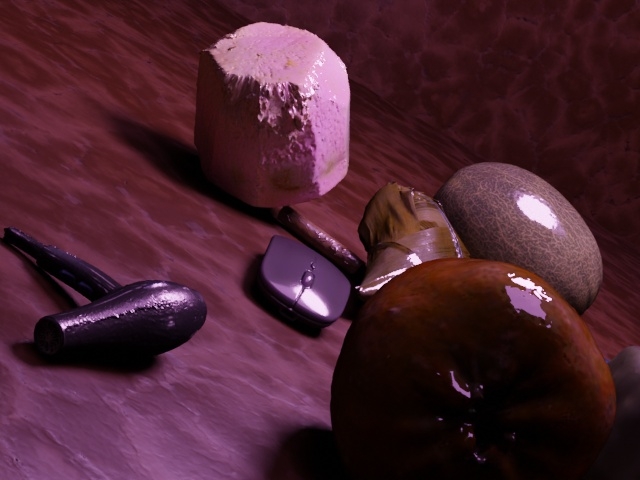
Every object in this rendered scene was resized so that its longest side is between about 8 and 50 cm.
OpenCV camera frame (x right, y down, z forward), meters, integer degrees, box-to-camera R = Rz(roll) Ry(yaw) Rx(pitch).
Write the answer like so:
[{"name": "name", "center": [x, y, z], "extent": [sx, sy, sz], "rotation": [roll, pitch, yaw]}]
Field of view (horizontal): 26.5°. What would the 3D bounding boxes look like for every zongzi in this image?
[{"name": "zongzi", "center": [0.093, 0.009, 1.897], "extent": [0.274, 0.125, 0.251], "rotation": [13, 38, -45]}]

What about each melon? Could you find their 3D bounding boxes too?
[{"name": "melon", "center": [0.307, 0.016, 2.171], "extent": [0.301, 0.237, 0.237], "rotation": [43, 16, 15]}]

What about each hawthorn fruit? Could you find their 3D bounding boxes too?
[{"name": "hawthorn fruit", "center": [0.143, 0.145, 1.332], "extent": [0.267, 0.268, 0.301], "rotation": [32, 11, -5]}]

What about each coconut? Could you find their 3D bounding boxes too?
[{"name": "coconut", "center": [-0.071, -0.163, 1.953], "extent": [0.233, 0.245, 0.233], "rotation": [1, 37, -1]}]

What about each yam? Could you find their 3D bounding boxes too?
[{"name": "yam", "center": [0.000, 0.000, 1.961], "extent": [0.145, 0.032, 0.032], "rotation": [37, 14, 10]}]

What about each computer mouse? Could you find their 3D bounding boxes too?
[{"name": "computer mouse", "center": [-0.021, 0.045, 1.699], "extent": [0.120, 0.057, 0.232], "rotation": [32, 13, -2]}]

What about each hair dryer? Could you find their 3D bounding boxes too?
[{"name": "hair dryer", "center": [-0.234, 0.041, 1.257], "extent": [0.219, 0.075, 0.195], "rotation": [29, 19, 30]}]

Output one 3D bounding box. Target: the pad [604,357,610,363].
[{"name": "pad", "center": [0.528, 0.262, 2.309], "extent": [0.269, 0.012, 0.270], "rotation": [27, 15, -25]}]

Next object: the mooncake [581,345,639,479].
[{"name": "mooncake", "center": [0.449, 0.290, 1.590], "extent": [0.356, 0.194, 0.356], "rotation": [34, 5, -3]}]
